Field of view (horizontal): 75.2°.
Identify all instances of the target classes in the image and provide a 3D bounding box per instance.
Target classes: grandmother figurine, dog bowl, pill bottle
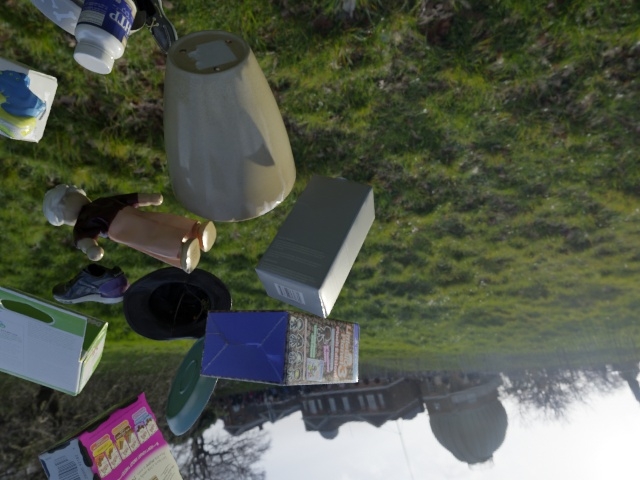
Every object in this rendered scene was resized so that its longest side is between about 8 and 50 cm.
[{"bbox_3d":[-0.401,-0.031,0.834,0.343,0.103,0.207,18,-149,7],"label":"grandmother figurine"},{"bbox_3d":[-0.673,-0.706,1.158,0.102,0.348,0.349,-31,163,28],"label":"dog bowl"},{"bbox_3d":[-0.538,-0.519,1.028,0.112,0.186,0.112,11,170,2],"label":"pill bottle"}]

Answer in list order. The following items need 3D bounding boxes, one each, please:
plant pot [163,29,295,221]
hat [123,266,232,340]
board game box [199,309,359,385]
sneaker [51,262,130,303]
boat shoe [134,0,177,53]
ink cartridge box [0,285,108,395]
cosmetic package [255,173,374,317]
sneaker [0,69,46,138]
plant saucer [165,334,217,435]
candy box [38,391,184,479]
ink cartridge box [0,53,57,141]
[{"bbox_3d":[-0.175,-0.217,0.755,0.257,0.256,0.274,-12,147,-11],"label":"plant pot"},{"bbox_3d":[-0.465,0.182,1.373,0.332,0.331,0.134,-7,-147,-12],"label":"hat"},{"bbox_3d":[-0.080,0.246,0.950,0.232,0.141,0.291,-6,162,32],"label":"board game box"},{"bbox_3d":[-0.746,0.126,1.342,0.284,0.124,0.107,-2,-155,13],"label":"sneaker"},{"bbox_3d":[-0.526,-0.697,1.311,0.081,0.227,0.069,-19,-172,30],"label":"boat shoe"},{"bbox_3d":[-0.485,0.146,0.729,0.189,0.097,0.255,24,127,-10],"label":"ink cartridge box"},{"bbox_3d":[0.000,0.000,0.753,0.127,0.237,0.107,17,147,23],"label":"cosmetic package"},{"bbox_3d":[-0.705,-0.328,0.885,0.126,0.240,0.091,-58,-163,-25],"label":"sneaker"},{"bbox_3d":[-0.386,0.415,1.255,0.044,0.317,0.318,31,148,-23],"label":"plant saucer"},{"bbox_3d":[-0.287,0.373,0.619,0.071,0.233,0.159,-27,177,8],"label":"candy box"},{"bbox_3d":[-1.040,-0.477,1.311,0.308,0.223,0.129,23,-171,0],"label":"ink cartridge box"}]
